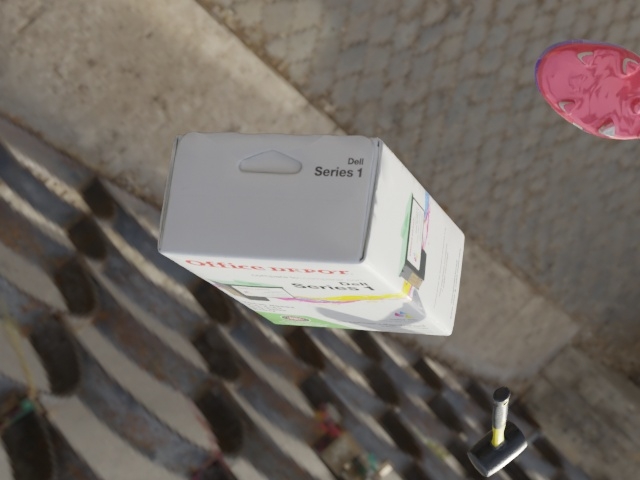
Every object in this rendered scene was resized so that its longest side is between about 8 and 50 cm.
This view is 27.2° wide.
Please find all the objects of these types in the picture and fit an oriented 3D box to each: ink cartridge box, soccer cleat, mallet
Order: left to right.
[{"bbox_3d":[0.000,0.000,1.250,0.278,0.201,0.117,39,57,-63],"label":"ink cartridge box"},{"bbox_3d":[0.178,0.198,1.371,0.062,0.039,0.190,-39,155,-6],"label":"mallet"},{"bbox_3d":[0.296,-0.136,1.199,0.248,0.095,0.083,8,114,-18],"label":"soccer cleat"}]
